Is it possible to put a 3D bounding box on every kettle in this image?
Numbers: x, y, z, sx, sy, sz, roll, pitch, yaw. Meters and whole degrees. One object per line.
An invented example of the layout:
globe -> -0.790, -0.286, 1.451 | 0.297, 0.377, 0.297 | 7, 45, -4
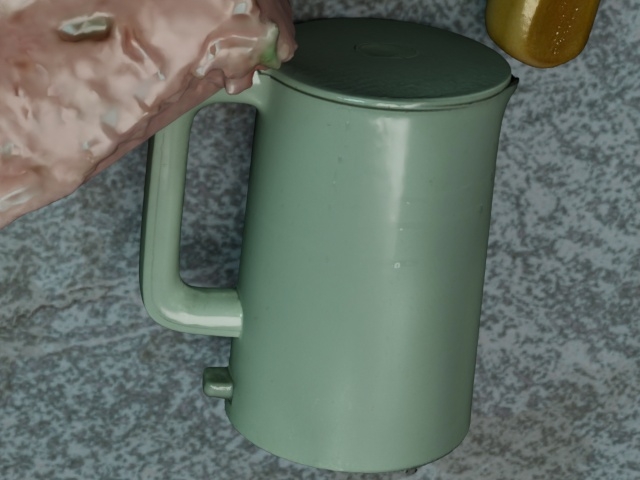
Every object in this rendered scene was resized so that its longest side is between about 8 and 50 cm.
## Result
kettle -> 0.008, -0.005, 1.472 | 0.265, 0.205, 0.318 | 14, 116, 16

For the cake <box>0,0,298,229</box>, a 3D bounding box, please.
cake -> -0.208, -0.207, 1.256 | 0.314, 0.293, 0.307 | -26, 116, 7

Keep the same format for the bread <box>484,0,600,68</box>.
bread -> 0.190, -0.256, 1.451 | 0.092, 0.074, 0.239 | -1, 118, -31
